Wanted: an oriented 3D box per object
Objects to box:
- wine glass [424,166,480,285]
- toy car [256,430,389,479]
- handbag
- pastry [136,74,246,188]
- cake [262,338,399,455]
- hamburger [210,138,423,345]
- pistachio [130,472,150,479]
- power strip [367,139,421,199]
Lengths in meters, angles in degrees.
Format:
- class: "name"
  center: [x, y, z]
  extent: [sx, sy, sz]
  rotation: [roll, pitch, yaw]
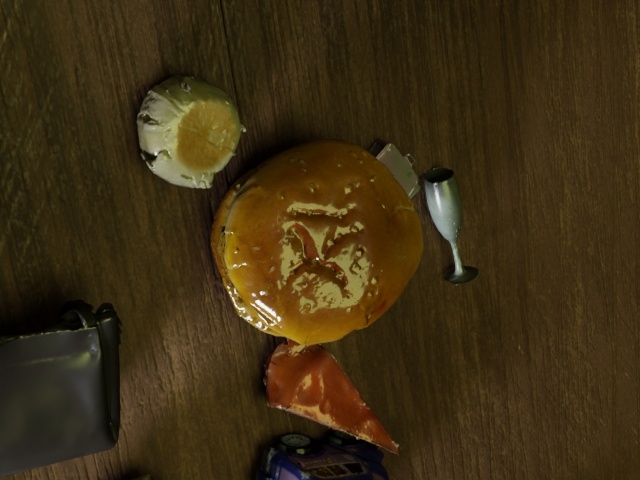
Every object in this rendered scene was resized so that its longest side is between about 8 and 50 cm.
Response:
- class: "wine glass"
  center: [0.220, -0.025, 2.206]
  extent: [0.066, 0.066, 0.198]
  rotation: [-28, 119, -24]
- class: "toy car"
  center: [0.019, 0.416, 2.156]
  extent: [0.235, 0.158, 0.172]
  rotation: [-4, 107, -35]
- class: "handbag"
  center: [-0.409, 0.206, 1.789]
  extent: [0.285, 0.113, 0.257]
  rotation: [-10, 130, -31]
- class: "pastry"
  center: [-0.186, -0.156, 1.871]
  extent: [0.166, 0.088, 0.165]
  rotation: [-11, 111, -30]
- class: "cake"
  center: [0.018, 0.270, 2.117]
  extent: [0.287, 0.098, 0.135]
  rotation: [45, 68, -16]
- class: "hamburger"
  center: [0.000, 0.000, 1.964]
  extent: [0.314, 0.170, 0.289]
  rotation: [-35, 101, -14]
- class: "pistachio"
  center: [-0.294, 0.512, 1.958]
  extent: [0.226, 0.208, 0.331]
  rotation: [64, 41, -77]
- class: "power strip"
  center: [0.050, -0.036, 2.102]
  extent: [0.279, 0.037, 0.109]
  rotation: [-48, 124, -11]
